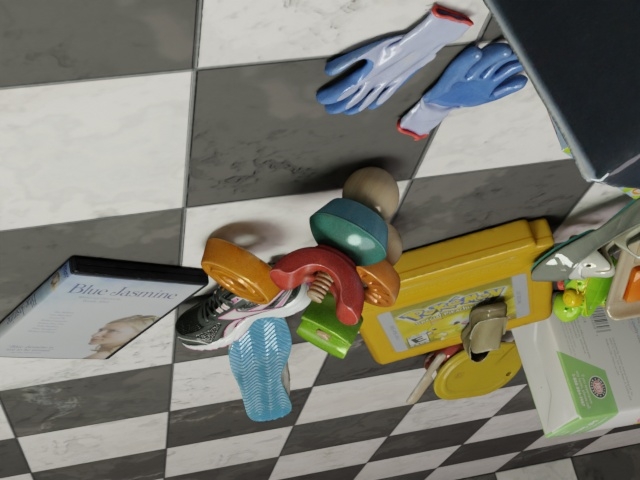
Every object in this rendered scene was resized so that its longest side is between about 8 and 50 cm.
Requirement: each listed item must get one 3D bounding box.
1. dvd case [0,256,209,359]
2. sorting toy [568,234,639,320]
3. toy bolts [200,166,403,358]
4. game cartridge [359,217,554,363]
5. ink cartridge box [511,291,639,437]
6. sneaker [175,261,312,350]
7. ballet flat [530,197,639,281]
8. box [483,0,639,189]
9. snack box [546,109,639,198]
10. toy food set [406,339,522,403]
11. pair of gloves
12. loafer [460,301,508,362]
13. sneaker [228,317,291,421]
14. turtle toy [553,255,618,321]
[{"bbox_3d":[-0.275,0.089,1.247,0.180,0.022,0.253,8,149,-40],"label":"dvd case"},{"bbox_3d":[0.486,0.028,1.394,0.347,0.047,0.196,-9,130,-11],"label":"sorting toy"},{"bbox_3d":[0.000,0.000,1.123,0.218,0.158,0.228,30,162,0],"label":"toy bolts"},{"bbox_3d":[0.184,0.079,1.442,0.285,0.053,0.324,-16,158,6],"label":"game cartridge"},{"bbox_3d":[0.506,0.182,1.653,0.353,0.207,0.119,-4,155,-19],"label":"ink cartridge box"},{"bbox_3d":[-0.104,0.069,1.262,0.178,0.072,0.077,-27,143,10],"label":"sneaker"},{"bbox_3d":[0.365,0.007,1.293,0.213,0.068,0.072,-34,154,8],"label":"ballet flat"},{"bbox_3d":[0.315,-0.207,0.547,0.395,0.212,0.293,-39,154,32],"label":"box"},{"bbox_3d":[0.349,-0.127,1.040,0.174,0.070,0.207,-27,152,28],"label":"snack box"},{"bbox_3d":[0.239,0.201,1.745,0.217,0.071,0.128,-1,130,-32],"label":"toy food set"},{"bbox_3d":[0.095,-0.144,0.923,0.198,0.023,0.159,9,148,-43],"label":"pair of gloves"},{"bbox_3d":[0.237,0.131,1.469,0.056,0.050,0.148,-11,156,-7],"label":"loafer"},{"bbox_3d":[-0.086,0.152,1.423,0.087,0.092,0.229,-8,137,-8],"label":"sneaker"},{"bbox_3d":[0.373,0.063,1.465,0.095,0.066,0.130,3,118,-33],"label":"turtle toy"}]
